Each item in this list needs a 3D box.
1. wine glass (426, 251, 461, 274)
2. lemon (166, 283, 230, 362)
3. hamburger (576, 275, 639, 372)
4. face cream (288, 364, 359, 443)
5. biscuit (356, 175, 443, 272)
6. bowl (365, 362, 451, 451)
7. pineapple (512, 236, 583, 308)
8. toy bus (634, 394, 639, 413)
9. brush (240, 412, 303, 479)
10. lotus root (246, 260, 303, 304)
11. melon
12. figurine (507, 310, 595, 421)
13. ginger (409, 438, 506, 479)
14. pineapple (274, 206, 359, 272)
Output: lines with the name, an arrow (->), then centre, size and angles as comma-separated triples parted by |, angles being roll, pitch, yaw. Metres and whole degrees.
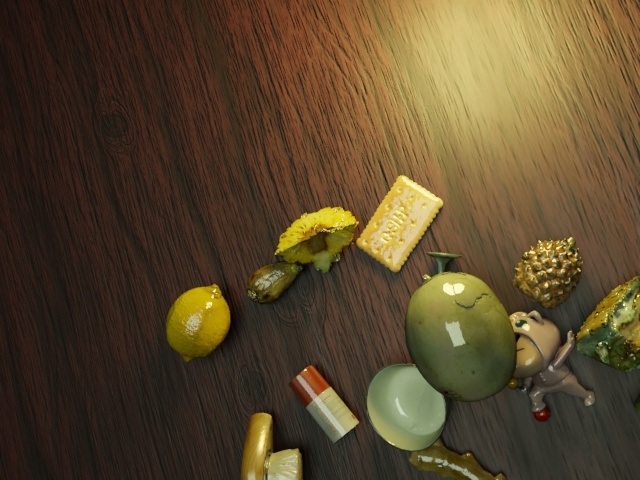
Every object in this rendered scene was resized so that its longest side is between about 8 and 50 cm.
wine glass -> 0.247, 0.182, 1.859 | 0.264, 0.096, 0.310 | 6, 89, 24
lemon -> -0.368, 0.248, 2.008 | 0.188, 0.188, 0.257 | 24, 95, 19
hamburger -> 0.755, 0.217, 1.626 | 0.168, 0.288, 0.192 | 46, 145, 11
face cream -> 0.009, 0.472, 1.913 | 0.096, 0.096, 0.214 | -44, 74, 11
biscuit -> 0.225, -0.048, 1.906 | 0.160, 0.030, 0.250 | 36, 98, 17
bowl -> 0.254, 0.440, 1.801 | 0.237, 0.126, 0.238 | 1, 92, 33
pineapple -> 0.595, 0.073, 1.708 | 0.166, 0.166, 0.193 | 36, 95, 17
toy bus -> 0.888, 0.336, 1.605 | 0.150, 0.128, 0.262 | 30, 97, 18
brush -> -0.136, 0.638, 1.927 | 0.166, 0.174, 0.267 | -2, 70, 6
lotus root -> -0.132, 0.116, 1.991 | 0.190, 0.094, 0.108 | -33, 116, 3
melon -> 0.340, 0.232, 1.645 | 0.268, 0.268, 0.330 | -26, 89, 16
figurine -> 0.565, 0.323, 1.698 | 0.176, 0.186, 0.288 | -21, 97, 58
ginger -> 0.380, 0.627, 1.792 | 0.298, 0.065, 0.118 | 30, 83, 18
pineapple -> 0.005, -0.003, 1.955 | 0.249, 0.164, 0.140 | -28, 39, 11
